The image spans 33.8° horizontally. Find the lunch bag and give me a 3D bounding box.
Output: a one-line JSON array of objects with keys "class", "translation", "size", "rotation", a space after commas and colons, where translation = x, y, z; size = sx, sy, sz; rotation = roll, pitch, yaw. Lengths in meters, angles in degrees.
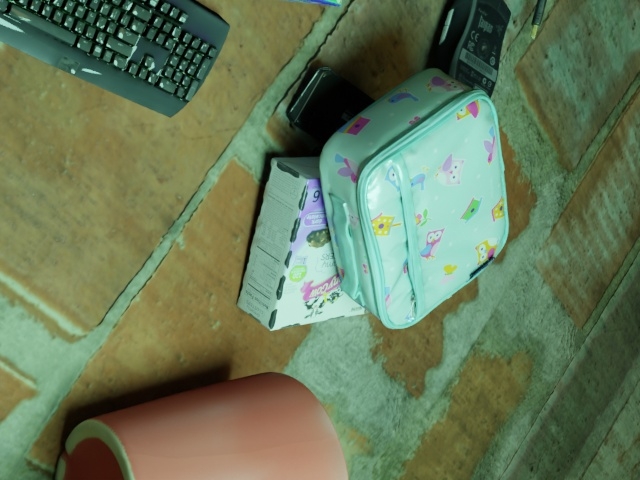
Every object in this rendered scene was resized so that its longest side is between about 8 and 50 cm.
[{"class": "lunch bag", "translation": [0.110, -0.036, 1.226], "size": [0.224, 0.108, 0.279], "rotation": [-37, 136, -24]}]

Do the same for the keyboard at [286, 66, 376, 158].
[{"class": "keyboard", "translation": [0.024, -0.134, 1.285], "size": [0.180, 0.023, 0.108], "rotation": [26, 95, -50]}]

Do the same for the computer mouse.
[{"class": "computer mouse", "translation": [0.226, -0.284, 1.410], "size": [0.184, 0.060, 0.262], "rotation": [14, 87, -46]}]

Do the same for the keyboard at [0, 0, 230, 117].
[{"class": "keyboard", "translation": [-0.196, -0.249, 0.979], "size": [0.317, 0.033, 0.202], "rotation": [21, 93, -51]}]

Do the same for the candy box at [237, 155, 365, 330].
[{"class": "candy box", "translation": [0.000, 0.000, 1.276], "size": [0.164, 0.070, 0.196], "rotation": [-7, 119, -44]}]

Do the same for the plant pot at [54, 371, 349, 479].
[{"class": "plant pot", "translation": [-0.143, 0.286, 1.157], "size": [0.243, 0.275, 0.275], "rotation": [4, 107, -38]}]

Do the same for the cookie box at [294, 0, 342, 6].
[{"class": "cookie box", "translation": [-0.038, -0.268, 1.075], "size": [0.107, 0.091, 0.040], "rotation": [-11, 111, -63]}]
